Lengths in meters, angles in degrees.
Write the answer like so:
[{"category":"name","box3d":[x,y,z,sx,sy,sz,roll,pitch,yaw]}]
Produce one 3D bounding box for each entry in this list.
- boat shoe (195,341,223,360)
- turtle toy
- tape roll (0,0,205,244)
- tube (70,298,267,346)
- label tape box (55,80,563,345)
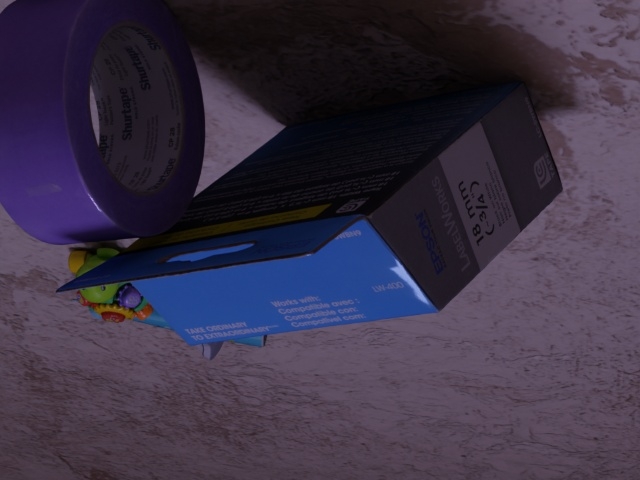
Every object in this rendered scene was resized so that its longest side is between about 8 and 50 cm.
[{"category":"boat shoe","box3d":[-0.132,0.106,2.195,0.035,0.035,0.100,31,168,14]},{"category":"turtle toy","box3d":[-0.214,0.046,1.999,0.095,0.066,0.130,1,159,15]},{"category":"tape roll","box3d":[-0.166,-0.093,1.434,0.080,0.189,0.189,-6,157,27]},{"category":"tube","box3d":[-0.159,0.075,2.093,0.207,0.052,0.080,7,174,5]},{"category":"label tape box","box3d":[0.000,0.000,1.475,0.241,0.106,0.334,-9,-161,36]}]
